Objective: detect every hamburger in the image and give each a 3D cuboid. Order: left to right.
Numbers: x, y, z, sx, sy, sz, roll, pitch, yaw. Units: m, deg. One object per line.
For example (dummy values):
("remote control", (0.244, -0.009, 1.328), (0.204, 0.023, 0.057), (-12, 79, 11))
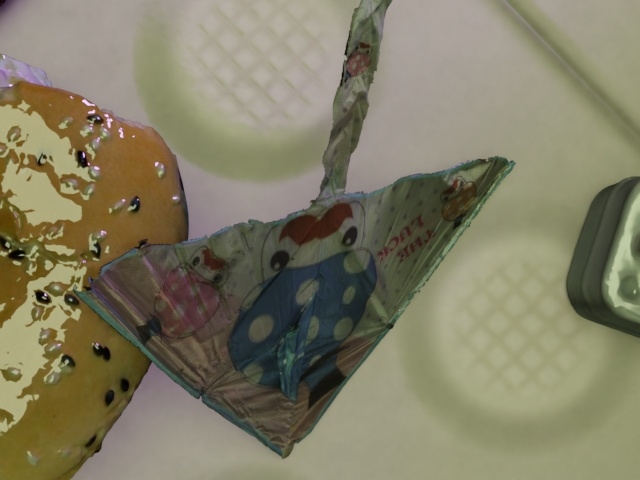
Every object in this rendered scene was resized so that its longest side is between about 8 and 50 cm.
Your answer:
("hamburger", (-0.173, 0.038, 0.823), (0.192, 0.167, 0.288), (4, 85, -1))

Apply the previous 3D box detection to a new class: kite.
("kite", (0.000, 0.000, 0.824), (0.011, 0.335, 0.314), (32, 124, 37))

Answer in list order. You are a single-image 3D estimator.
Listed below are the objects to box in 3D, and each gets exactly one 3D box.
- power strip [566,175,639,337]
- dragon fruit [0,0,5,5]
("power strip", (0.292, 0.039, 0.863), (0.261, 0.141, 0.230), (19, 84, -4))
("dragon fruit", (-0.290, -0.205, 0.799), (0.302, 0.240, 0.330), (15, 92, -4))
